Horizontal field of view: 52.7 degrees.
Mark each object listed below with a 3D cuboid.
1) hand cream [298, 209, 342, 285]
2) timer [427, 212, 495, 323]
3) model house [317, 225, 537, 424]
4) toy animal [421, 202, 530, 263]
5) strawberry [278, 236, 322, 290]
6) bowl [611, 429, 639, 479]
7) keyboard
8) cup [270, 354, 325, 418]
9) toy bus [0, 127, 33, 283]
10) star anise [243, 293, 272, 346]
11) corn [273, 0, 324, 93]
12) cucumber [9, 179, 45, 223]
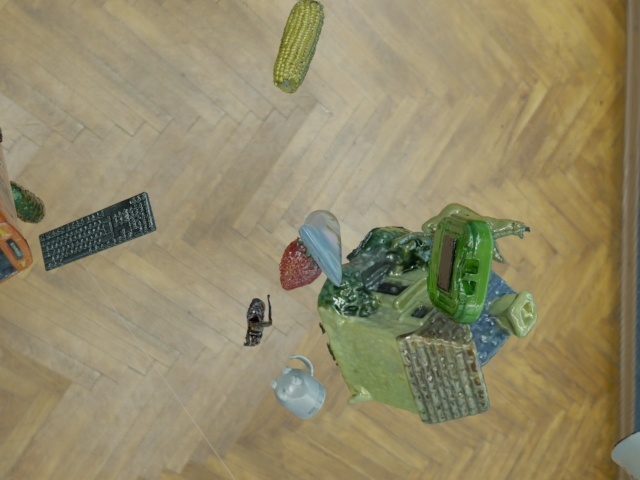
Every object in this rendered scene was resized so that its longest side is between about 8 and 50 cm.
[{"bbox_3d":[0.000,0.000,0.900,0.055,0.256,0.088,-31,98,7],"label":"hand cream"},{"bbox_3d":[0.183,0.035,0.861,0.047,0.128,0.140,5,99,-12],"label":"timer"},{"bbox_3d":[0.193,0.126,1.093,0.321,0.266,0.261,-37,120,-31],"label":"model house"},{"bbox_3d":[0.343,-0.025,1.430,0.103,0.218,0.101,19,96,-49],"label":"toy animal"},{"bbox_3d":[-0.056,0.070,1.851,0.131,0.131,0.148,12,133,-28],"label":"strawberry"},{"bbox_3d":[0.750,0.450,1.219,0.345,0.345,0.157,20,48,-29],"label":"bowl"},{"bbox_3d":[-0.337,-0.012,0.969,0.204,0.013,0.061,-19,80,18],"label":"keyboard"},{"bbox_3d":[-0.068,0.459,2.058,0.142,0.134,0.173,44,71,-36],"label":"cup"},{"bbox_3d":[-0.429,-0.045,0.736,0.153,0.143,0.329,-16,65,-15],"label":"toy bus"},{"bbox_3d":[-0.159,0.201,1.681,0.070,0.191,0.097,4,130,0],"label":"star anise"},{"bbox_3d":[-0.060,-0.559,1.824,0.115,0.115,0.318,28,61,-28],"label":"corn"},{"bbox_3d":[-0.646,-0.084,1.394,0.069,0.227,0.069,1,77,-5],"label":"cucumber"}]
